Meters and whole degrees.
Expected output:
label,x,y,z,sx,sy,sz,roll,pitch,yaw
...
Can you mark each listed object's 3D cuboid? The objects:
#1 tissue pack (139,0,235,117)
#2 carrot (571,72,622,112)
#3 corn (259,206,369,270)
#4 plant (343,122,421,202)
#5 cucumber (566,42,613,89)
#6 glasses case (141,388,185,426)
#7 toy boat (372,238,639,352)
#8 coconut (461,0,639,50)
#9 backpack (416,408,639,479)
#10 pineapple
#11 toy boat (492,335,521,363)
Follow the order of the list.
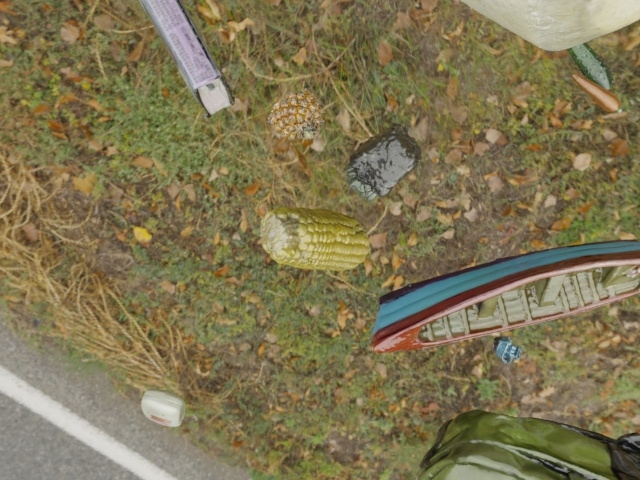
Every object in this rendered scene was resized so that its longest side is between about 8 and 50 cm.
label,x,y,z,sx,sy,sz,roll,pitch,yaw
tissue pack,-0.396,-0.575,1.333,0.122,0.259,0.361,-28,90,-4
carrot,0.589,-0.312,0.954,0.142,0.035,0.035,30,123,-13
corn,0.000,0.000,0.896,0.130,0.347,0.130,-1,87,27
plant,0.138,-0.180,1.077,0.129,0.132,0.194,46,125,-9
cucumber,0.817,-0.551,1.378,0.227,0.069,0.069,45,119,-9
glasses case,-0.132,0.143,0.382,0.032,0.021,0.083,18,147,-5
toy boat,0.256,0.074,0.613,0.392,0.079,0.136,-13,140,3
coconut,0.256,-0.349,0.477,0.237,0.266,0.237,-26,145,-19
backpack,0.208,0.249,0.397,0.253,0.140,0.207,21,121,13
pineapple,-0.055,-0.358,1.381,0.137,0.176,0.161,60,141,14
toy boat,0.482,0.281,1.156,0.060,0.060,0.137,13,156,37
